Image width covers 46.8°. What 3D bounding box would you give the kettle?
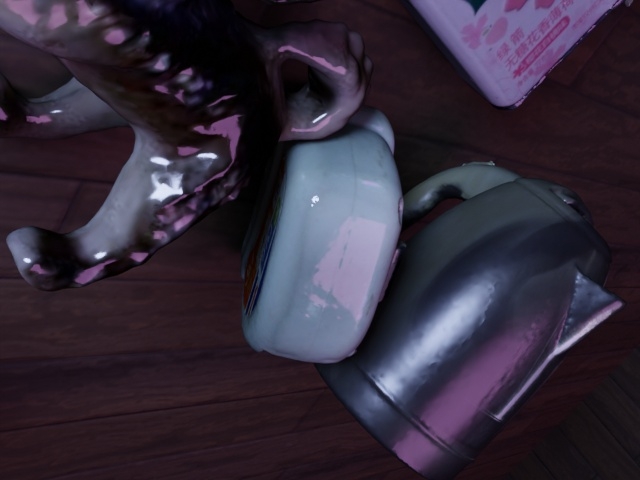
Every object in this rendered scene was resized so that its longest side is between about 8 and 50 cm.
[{"bbox_3d":[0.156,0.052,0.847,0.324,0.321,0.228,-46,130,5],"label":"kettle"}]

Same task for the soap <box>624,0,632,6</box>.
[{"bbox_3d":[0.466,-0.377,0.811,0.273,0.098,0.217,-15,147,-27],"label":"soap"}]

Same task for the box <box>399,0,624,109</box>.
[{"bbox_3d":[0.141,-0.269,0.636,0.190,0.112,0.370,-45,148,11],"label":"box"}]

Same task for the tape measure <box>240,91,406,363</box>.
[{"bbox_3d":[0.000,-0.001,0.717,0.125,0.246,0.243,8,126,-13],"label":"tape measure"}]

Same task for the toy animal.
[{"bbox_3d":[-0.093,-0.164,0.477,0.303,0.194,0.344,-18,145,-17],"label":"toy animal"}]
